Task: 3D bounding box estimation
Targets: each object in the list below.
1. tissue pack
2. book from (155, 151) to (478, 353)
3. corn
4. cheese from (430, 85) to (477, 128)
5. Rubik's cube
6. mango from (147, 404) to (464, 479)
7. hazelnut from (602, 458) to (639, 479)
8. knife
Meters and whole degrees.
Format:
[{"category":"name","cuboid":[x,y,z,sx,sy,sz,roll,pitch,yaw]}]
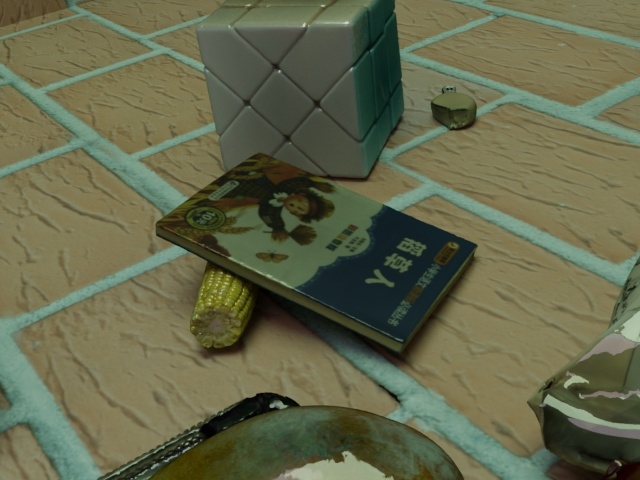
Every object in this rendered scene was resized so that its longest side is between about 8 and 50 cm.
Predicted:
[{"category":"tissue pack","cuboid":[0.484,0.150,0.933,0.389,0.195,0.375,17,44,34]},{"category":"book","cuboid":[0.000,0.000,1.295,0.427,0.039,0.300,24,36,18]},{"category":"corn","cuboid":[-0.139,0.066,1.281,0.093,0.093,0.244,-2,34,8]},{"category":"cheese","cuboid":[0.280,-0.295,1.794,0.092,0.048,0.171,-12,33,-11]},{"category":"Rubik's cube","cuboid":[-0.025,-0.339,1.675,0.318,0.322,0.316,5,33,20]},{"category":"mango","cuboid":[-0.035,0.278,0.849,0.383,0.199,0.222,-8,36,23]},{"category":"hazelnut","cuboid":[0.307,0.288,0.774,0.201,0.161,0.170,1,1,6]},{"category":"knife","cuboid":[-0.181,0.274,1.015,0.365,0.043,0.089,-23,35,-21]}]
